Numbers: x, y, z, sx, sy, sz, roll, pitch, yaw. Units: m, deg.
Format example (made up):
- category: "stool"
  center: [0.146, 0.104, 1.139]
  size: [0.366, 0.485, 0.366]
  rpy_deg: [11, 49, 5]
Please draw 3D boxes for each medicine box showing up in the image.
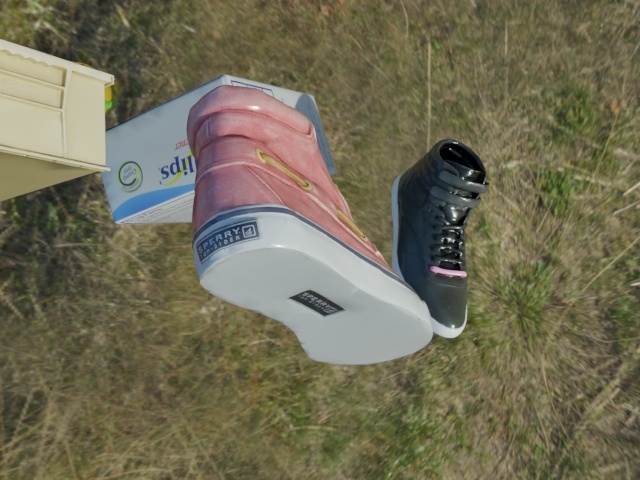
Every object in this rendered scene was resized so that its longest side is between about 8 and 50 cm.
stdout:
- category: "medicine box"
  center: [-0.161, -0.135, 1.352]
  size: [0.263, 0.289, 0.149]
  rpy_deg: [-19, 84, 25]

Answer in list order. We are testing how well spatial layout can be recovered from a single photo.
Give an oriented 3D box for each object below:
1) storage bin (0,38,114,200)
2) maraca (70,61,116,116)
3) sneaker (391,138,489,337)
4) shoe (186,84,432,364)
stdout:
- category: "storage bin"
  center: [-0.423, -0.131, 0.967]
  size: [0.262, 0.260, 0.123]
  rpy_deg: [-10, 78, 34]
- category: "maraca"
  center: [-0.377, -0.217, 1.279]
  size: [0.127, 0.186, 0.099]
  rpy_deg: [7, 108, -8]
- category: "sneaker"
  center: [0.174, -0.019, 1.177]
  size: [0.104, 0.147, 0.296]
  rpy_deg: [12, 51, -21]
- category: "shoe"
  center: [0.000, 0.000, 0.389]
  size: [0.063, 0.178, 0.081]
  rpy_deg: [-21, 61, 20]
